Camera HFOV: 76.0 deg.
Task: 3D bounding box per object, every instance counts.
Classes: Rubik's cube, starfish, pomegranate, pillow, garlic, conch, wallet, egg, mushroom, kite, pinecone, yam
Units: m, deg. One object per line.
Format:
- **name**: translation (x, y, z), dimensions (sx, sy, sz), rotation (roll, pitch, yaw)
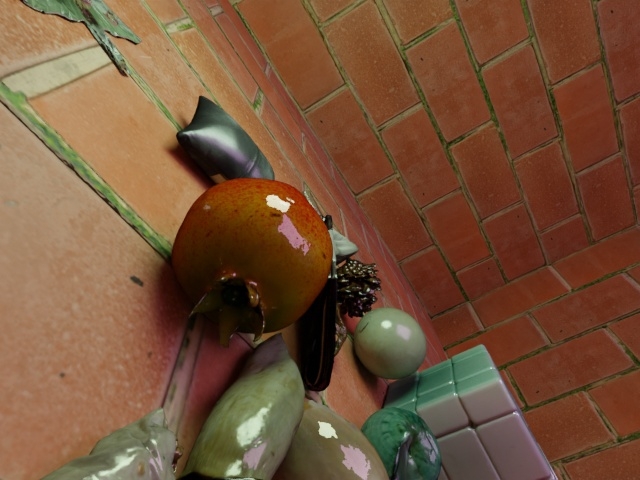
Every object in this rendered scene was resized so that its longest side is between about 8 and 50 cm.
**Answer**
- **Rubik's cube**: translation (0.369, 0.503, 1.055), dimensions (0.318, 0.316, 0.322), rotation (62, 12, 7)
- **starfish**: translation (0.040, 0.220, 0.916), dimensions (0.133, 0.041, 0.130), rotation (75, 21, -51)
- **pomegranate**: translation (-0.091, 0.030, 0.563), dimensions (0.220, 0.221, 0.256), rotation (54, 23, -28)
- **pillow**: translation (-0.178, -0.165, 0.835), dimensions (0.250, 0.106, 0.185), rotation (50, 25, -35)
- **garlic**: translation (0.013, 0.331, 0.546), dimensions (0.244, 0.146, 0.164), rotation (62, -18, -9)
- **conch**: translation (0.152, 0.431, 0.813), dimensions (0.196, 0.134, 0.202), rotation (-50, 119, -41)
- **wallet**: translation (-0.005, 0.111, 0.767), dimensions (0.220, 0.072, 0.262), rotation (-90, -173, -59)
- **egg**: translation (0.189, 0.279, 1.109), dimensions (0.253, 0.187, 0.186), rotation (43, 23, -44)
- **mushroom**: translation (-0.071, 0.198, 0.498), dimensions (0.333, 0.107, 0.087), rotation (-48, 130, -76)
- **kite**: translation (-0.402, -0.399, 0.684), dimensions (0.267, 0.013, 0.323), rotation (59, 14, -9)
- **pinecone**: translation (0.095, 0.135, 1.154), dimensions (0.173, 0.174, 0.173), rotation (56, 15, -23)
- **yam**: translation (-0.011, -0.060, 1.355), dimensions (0.241, 0.057, 0.057), rotation (63, 14, 14)

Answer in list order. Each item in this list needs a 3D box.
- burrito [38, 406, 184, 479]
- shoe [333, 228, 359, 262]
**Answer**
- **burrito**: translation (-0.177, 0.209, 0.170), dimensions (0.117, 0.076, 0.392), rotation (68, 16, 0)
- **shoe**: translation (0.000, 0.000, 1.139), dimensions (0.159, 0.124, 0.316), rotation (56, 13, 8)
